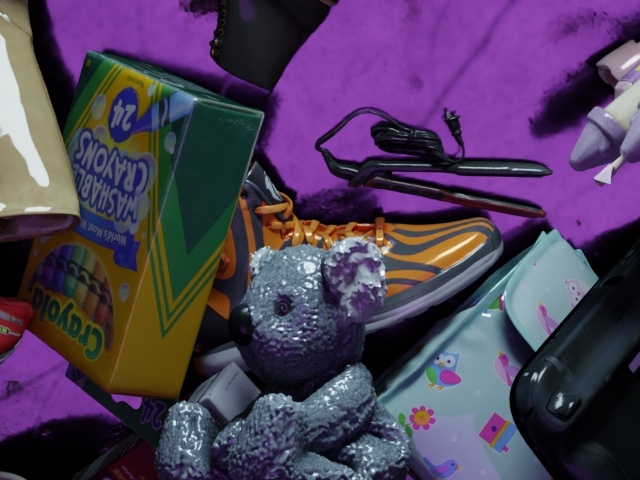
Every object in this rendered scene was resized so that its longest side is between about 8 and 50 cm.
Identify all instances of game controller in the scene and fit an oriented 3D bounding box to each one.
[{"bbox_3d":[0.289,0.117,1.476,0.067,0.319,0.166,-18,107,47],"label":"game controller"}]

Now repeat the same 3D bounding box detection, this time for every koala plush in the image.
[{"bbox_3d":[-0.015,0.106,1.402,0.203,0.196,0.221,8,78,-32],"label":"koala plush"}]

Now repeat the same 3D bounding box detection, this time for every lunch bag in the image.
[{"bbox_3d":[0.196,0.148,1.533,0.262,0.160,0.223,-41,90,-7],"label":"lunch bag"}]

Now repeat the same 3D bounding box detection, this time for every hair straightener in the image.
[{"bbox_3d":[0.109,-0.082,1.562,0.230,0.047,0.089,10,98,5],"label":"hair straightener"}]

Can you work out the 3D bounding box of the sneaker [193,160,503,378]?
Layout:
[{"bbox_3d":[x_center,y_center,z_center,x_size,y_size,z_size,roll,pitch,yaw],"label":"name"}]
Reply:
[{"bbox_3d":[0.000,0.000,1.531,0.321,0.124,0.180,-20,98,4],"label":"sneaker"}]

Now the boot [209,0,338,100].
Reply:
[{"bbox_3d":[-0.094,-0.234,1.530,0.198,0.077,0.137,32,103,-2],"label":"boot"}]

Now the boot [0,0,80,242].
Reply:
[{"bbox_3d":[-0.351,-0.130,1.470,0.236,0.089,0.269,-7,73,-15],"label":"boot"}]

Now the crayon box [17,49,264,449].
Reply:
[{"bbox_3d":[-0.180,0.007,1.496,0.083,0.203,0.323,10,101,-38],"label":"crayon box"}]

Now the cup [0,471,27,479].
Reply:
[{"bbox_3d":[-0.307,0.419,1.530,0.331,0.331,0.237,-37,123,6],"label":"cup"}]

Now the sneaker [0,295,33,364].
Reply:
[{"bbox_3d":[-0.374,-0.002,1.491,0.118,0.107,0.279,-45,106,-17],"label":"sneaker"}]

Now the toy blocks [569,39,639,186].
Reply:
[{"bbox_3d":[0.299,-0.159,1.416,0.260,0.288,0.309,-41,98,1],"label":"toy blocks"}]

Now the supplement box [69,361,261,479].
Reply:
[{"bbox_3d":[-0.133,0.233,1.550,0.239,0.073,0.130,-37,99,30],"label":"supplement box"}]
